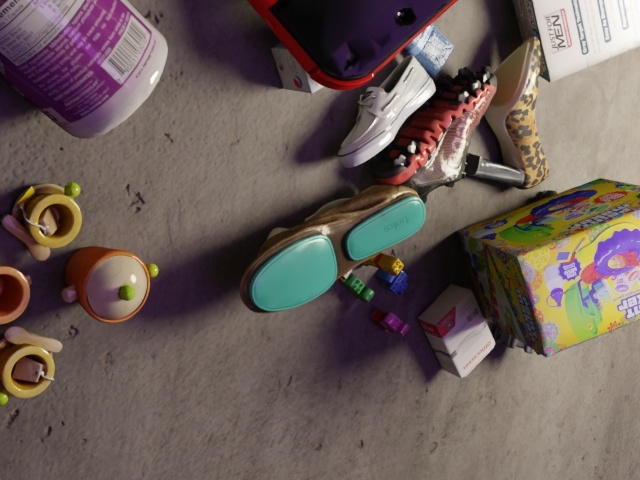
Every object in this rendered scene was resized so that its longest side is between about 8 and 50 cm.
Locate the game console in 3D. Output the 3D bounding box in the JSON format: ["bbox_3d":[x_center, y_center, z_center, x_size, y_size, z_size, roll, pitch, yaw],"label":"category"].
[{"bbox_3d":[0.059,-0.436,1.304,0.386,0.060,0.342,-42,102,-4],"label":"game console"}]

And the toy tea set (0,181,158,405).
[{"bbox_3d":[-0.354,0.099,1.184,0.200,0.124,0.336,45,73,-37],"label":"toy tea set"}]

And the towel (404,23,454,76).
[{"bbox_3d":[0.164,-0.322,1.543,0.119,0.029,0.067,39,78,-38],"label":"towel"}]

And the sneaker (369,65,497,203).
[{"bbox_3d":[0.201,-0.166,1.570,0.276,0.097,0.135,-48,126,-16],"label":"sneaker"}]

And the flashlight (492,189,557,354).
[{"bbox_3d":[0.424,0.062,1.802,0.103,0.103,0.304,14,92,-35],"label":"flashlight"}]

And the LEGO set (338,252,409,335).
[{"bbox_3d":[0.095,0.064,1.549,0.087,0.093,0.227,-55,128,-14],"label":"LEGO set"}]

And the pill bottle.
[{"bbox_3d":[-0.330,-0.266,1.080,0.301,0.169,0.169,44,74,-36],"label":"pill bottle"}]

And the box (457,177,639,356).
[{"bbox_3d":[0.428,0.034,1.609,0.290,0.279,0.177,-20,103,-8],"label":"box"}]

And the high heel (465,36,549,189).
[{"bbox_3d":[0.369,-0.219,1.686,0.186,0.093,0.261,8,111,-35],"label":"high heel"}]

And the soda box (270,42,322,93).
[{"bbox_3d":[0.037,-0.296,1.421,0.216,0.074,0.069,-33,119,-27],"label":"soda box"}]

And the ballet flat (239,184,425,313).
[{"bbox_3d":[0.000,0.000,1.436,0.342,0.124,0.116,-31,125,-26],"label":"ballet flat"}]

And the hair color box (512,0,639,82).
[{"bbox_3d":[0.517,-0.425,1.657,0.347,0.105,0.174,-22,117,-3],"label":"hair color box"}]

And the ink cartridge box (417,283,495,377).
[{"bbox_3d":[0.244,0.162,1.716,0.099,0.056,0.135,-41,123,-22],"label":"ink cartridge box"}]

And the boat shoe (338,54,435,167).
[{"bbox_3d":[0.089,-0.204,1.495,0.226,0.083,0.076,-48,115,-32],"label":"boat shoe"}]
